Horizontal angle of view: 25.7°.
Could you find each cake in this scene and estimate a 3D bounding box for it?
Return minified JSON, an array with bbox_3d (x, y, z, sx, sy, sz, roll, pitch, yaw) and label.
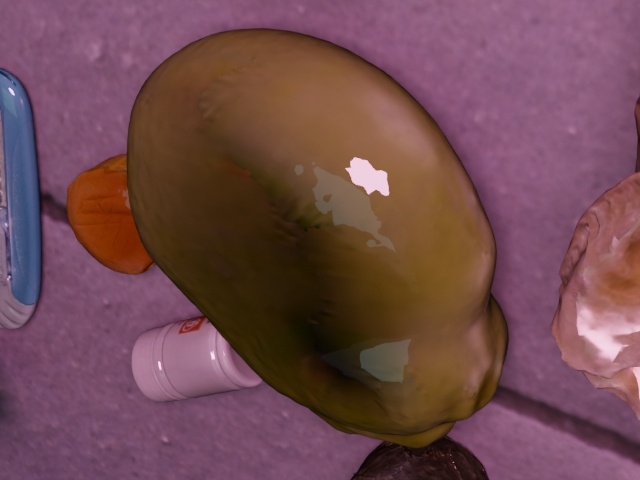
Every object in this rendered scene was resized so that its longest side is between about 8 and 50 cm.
[{"bbox_3d":[-0.134,-0.017,0.972,0.084,0.044,0.084,14,122,23],"label":"cake"}]

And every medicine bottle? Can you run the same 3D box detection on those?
[{"bbox_3d":[-0.084,0.082,0.995,0.089,0.057,0.057,-15,110,34],"label":"medicine bottle"}]

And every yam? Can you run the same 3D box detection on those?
[{"bbox_3d":[0.052,0.193,0.924,0.107,0.183,0.107,5,106,18],"label":"yam"}]

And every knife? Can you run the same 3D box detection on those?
[{"bbox_3d":[-0.235,-0.025,1.030,0.064,0.031,0.222,21,126,21],"label":"knife"}]

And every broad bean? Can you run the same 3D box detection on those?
[{"bbox_3d":[0.001,0.000,0.861,0.291,0.119,0.238,50,138,-2],"label":"broad bean"}]

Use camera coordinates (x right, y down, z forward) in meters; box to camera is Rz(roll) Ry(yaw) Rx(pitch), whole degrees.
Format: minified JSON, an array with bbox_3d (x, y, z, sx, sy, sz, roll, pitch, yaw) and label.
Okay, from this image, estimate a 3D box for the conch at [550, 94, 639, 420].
[{"bbox_3d":[0.243,-0.054,0.647,0.324,0.186,0.263,-43,102,14],"label":"conch"}]
